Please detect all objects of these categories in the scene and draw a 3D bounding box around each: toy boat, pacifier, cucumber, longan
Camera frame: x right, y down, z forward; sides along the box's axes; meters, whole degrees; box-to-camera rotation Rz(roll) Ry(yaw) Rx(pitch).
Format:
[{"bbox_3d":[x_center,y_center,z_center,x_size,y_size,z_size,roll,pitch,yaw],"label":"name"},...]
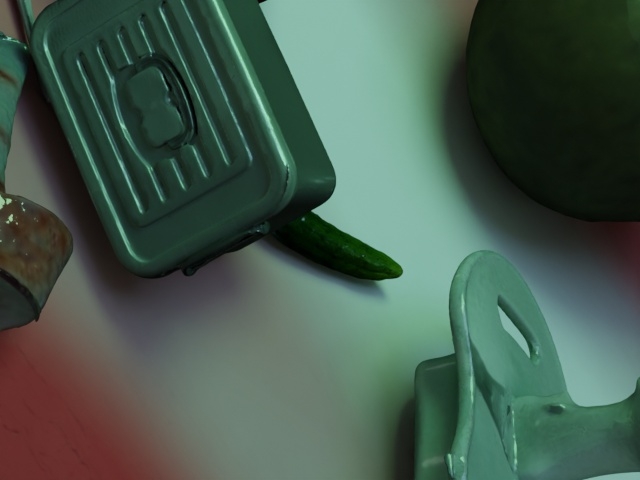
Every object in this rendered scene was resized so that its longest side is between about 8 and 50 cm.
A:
[{"bbox_3d":[-0.267,-0.069,1.116,0.206,0.096,0.282,17,44,-17],"label":"toy boat"},{"bbox_3d":[0.211,0.166,1.270,0.288,0.269,0.343,47,40,-48],"label":"pacifier"},{"bbox_3d":[0.000,0.000,1.338,0.168,0.039,0.039,28,49,-30],"label":"cucumber"},{"bbox_3d":[0.314,-0.167,1.518,0.361,0.361,0.361,22,51,-31],"label":"longan"}]

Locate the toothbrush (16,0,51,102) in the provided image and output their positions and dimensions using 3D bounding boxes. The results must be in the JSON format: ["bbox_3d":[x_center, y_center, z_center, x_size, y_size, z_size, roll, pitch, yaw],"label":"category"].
[{"bbox_3d":[-0.250,-0.240,1.271,0.026,0.024,0.288,-5,68,-45],"label":"toothbrush"}]

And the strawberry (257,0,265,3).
[{"bbox_3d":[-0.097,-0.322,1.318,0.274,0.220,0.274,22,55,-35],"label":"strawberry"}]

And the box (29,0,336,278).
[{"bbox_3d":[-0.096,-0.097,1.216,0.243,0.163,0.135,65,22,11],"label":"box"}]
